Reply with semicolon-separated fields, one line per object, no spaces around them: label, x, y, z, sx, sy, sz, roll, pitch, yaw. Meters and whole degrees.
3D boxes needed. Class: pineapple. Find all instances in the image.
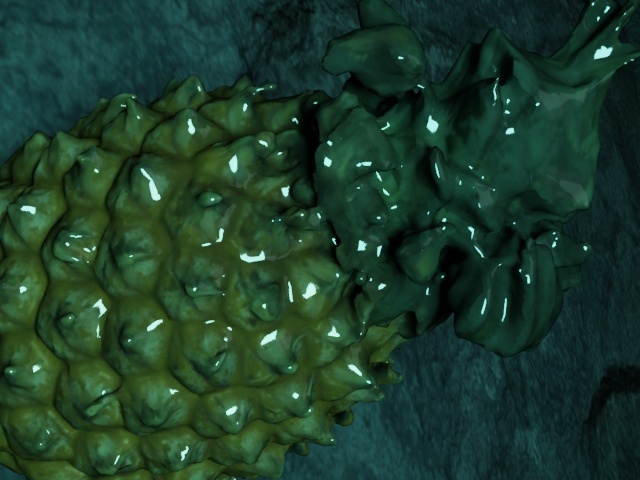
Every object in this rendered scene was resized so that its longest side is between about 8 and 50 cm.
pineapple;0.000;0.002;0.501;0.223;0.357;0.223;39;40;-43
